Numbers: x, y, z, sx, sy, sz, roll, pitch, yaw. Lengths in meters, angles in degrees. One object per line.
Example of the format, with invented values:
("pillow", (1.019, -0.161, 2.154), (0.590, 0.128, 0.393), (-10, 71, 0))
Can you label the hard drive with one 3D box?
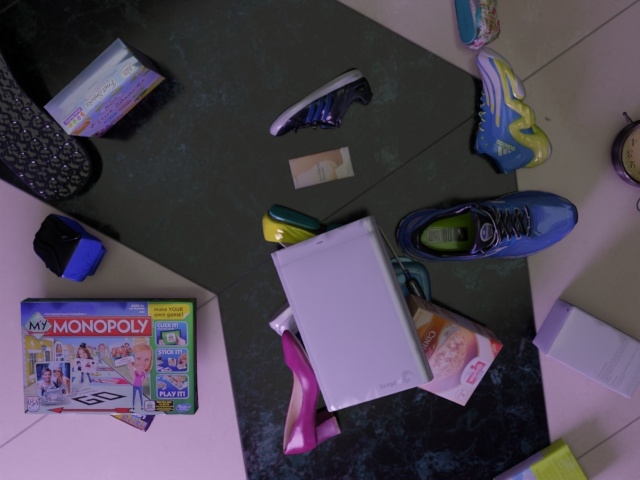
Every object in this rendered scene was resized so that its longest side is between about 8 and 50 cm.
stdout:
("hard drive", (0.055, 0.133, 1.500), (0.203, 0.040, 0.307), (-21, 88, 20))

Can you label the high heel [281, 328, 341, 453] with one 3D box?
("high heel", (-0.055, 0.289, 1.578), (0.117, 0.082, 0.244), (-23, 113, -6))

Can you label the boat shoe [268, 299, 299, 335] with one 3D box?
("boat shoe", (-0.012, 0.119, 1.581), (0.184, 0.066, 0.063), (-41, 104, 3))

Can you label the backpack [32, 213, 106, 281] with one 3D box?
("backpack", (-0.469, 0.014, 1.557), (0.120, 0.101, 0.098), (32, 91, 30))

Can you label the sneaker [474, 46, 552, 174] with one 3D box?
("sneaker", (0.322, -0.227, 1.534), (0.126, 0.091, 0.240), (-31, 95, 3))

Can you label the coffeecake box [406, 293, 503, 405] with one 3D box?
("coffeecake box", (0.217, 0.203, 1.551), (0.185, 0.068, 0.142), (24, 105, -16))

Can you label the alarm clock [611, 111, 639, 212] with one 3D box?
("alarm clock", (0.608, -0.141, 1.553), (0.129, 0.064, 0.192), (1, 93, 0))

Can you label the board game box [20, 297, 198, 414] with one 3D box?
("board game box", (-0.388, 0.213, 1.550), (0.317, 0.046, 0.213), (0, 96, 1))

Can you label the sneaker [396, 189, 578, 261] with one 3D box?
("sneaker", (0.310, -0.014, 1.524), (0.330, 0.147, 0.130), (-11, 95, 0))

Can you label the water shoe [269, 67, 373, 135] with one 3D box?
("water shoe", (0.003, -0.237, 1.544), (0.203, 0.073, 0.080), (-33, 96, 3))

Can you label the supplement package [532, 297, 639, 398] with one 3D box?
("supplement package", (0.508, 0.199, 1.562), (0.179, 0.105, 0.105), (29, 95, -3))

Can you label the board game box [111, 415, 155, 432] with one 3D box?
("board game box", (-0.376, 0.265, 1.602), (0.170, 0.048, 0.141), (28, 97, -2))

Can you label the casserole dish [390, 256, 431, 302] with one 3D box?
("casserole dish", (0.157, 0.126, 1.593), (0.114, 0.037, 0.188), (-3, 96, 1))

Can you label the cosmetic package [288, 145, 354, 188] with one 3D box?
("cosmetic package", (0.002, -0.136, 1.568), (0.115, 0.041, 0.060), (-14, 95, 1))

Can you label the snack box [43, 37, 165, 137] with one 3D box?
("snack box", (-0.374, -0.262, 1.476), (0.174, 0.207, 0.070), (-41, 93, 4))

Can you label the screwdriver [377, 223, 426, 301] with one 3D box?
("screwdriver", (0.152, 0.042, 1.556), (0.025, 0.024, 0.170), (-24, 95, 31))

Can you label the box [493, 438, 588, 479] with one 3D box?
("box", (0.421, 0.477, 1.618), (0.178, 0.042, 0.109), (-31, 93, 3))

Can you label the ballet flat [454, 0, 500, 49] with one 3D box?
("ballet flat", (0.283, -0.471, 1.528), (0.077, 0.091, 0.241), (-11, 100, -29))

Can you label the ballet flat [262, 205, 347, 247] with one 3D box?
("ballet flat", (0.000, 0.000, 1.572), (0.231, 0.077, 0.077), (16, 116, 2))

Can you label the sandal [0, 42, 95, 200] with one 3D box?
("sandal", (-0.598, -0.261, 1.542), (0.167, 0.107, 0.446), (-36, 106, 2))
